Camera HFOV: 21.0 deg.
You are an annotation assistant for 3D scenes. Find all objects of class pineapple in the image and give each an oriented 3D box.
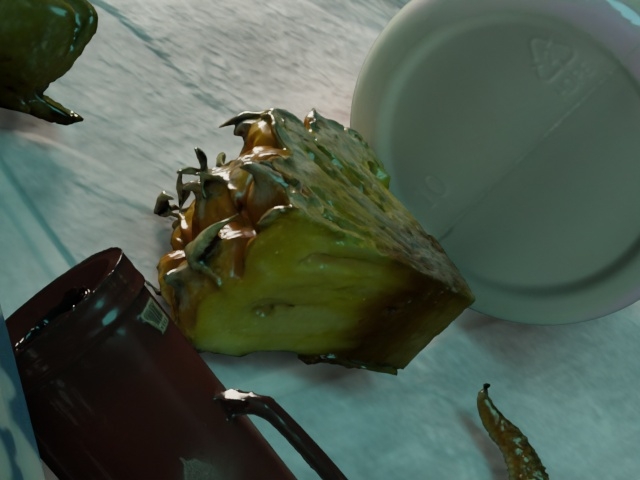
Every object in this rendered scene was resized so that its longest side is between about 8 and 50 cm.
[{"bbox_3d":[0.000,0.000,1.053,0.186,0.114,0.236,45,28,3],"label":"pineapple"}]

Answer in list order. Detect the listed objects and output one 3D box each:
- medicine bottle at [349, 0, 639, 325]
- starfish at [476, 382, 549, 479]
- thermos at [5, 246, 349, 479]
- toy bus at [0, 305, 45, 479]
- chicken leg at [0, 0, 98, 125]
[{"bbox_3d":[0.172,-0.096,1.223,0.252,0.252,0.241,43,31,0],"label":"medicine bottle"},{"bbox_3d":[0.143,0.229,0.964,0.301,0.084,0.293,53,31,8],"label":"starfish"},{"bbox_3d":[-0.058,0.119,0.829,0.232,0.124,0.099,52,20,-13],"label":"thermos"},{"bbox_3d":[-0.192,0.082,0.718,0.106,0.131,0.297,13,44,-40],"label":"toy bus"},{"bbox_3d":[-0.289,-0.184,0.927,0.429,0.152,0.201,28,17,-36],"label":"chicken leg"}]
